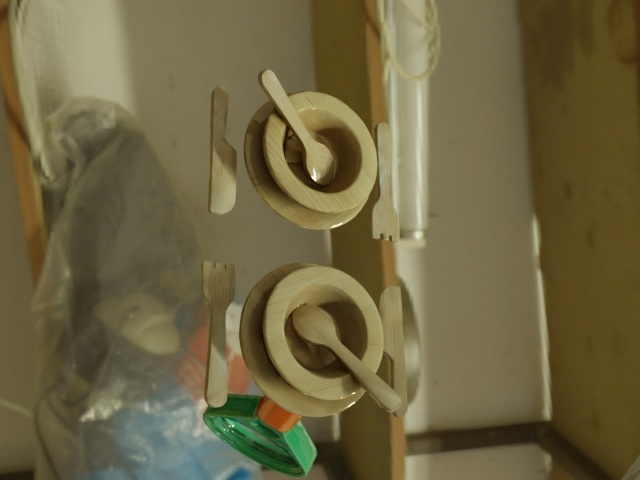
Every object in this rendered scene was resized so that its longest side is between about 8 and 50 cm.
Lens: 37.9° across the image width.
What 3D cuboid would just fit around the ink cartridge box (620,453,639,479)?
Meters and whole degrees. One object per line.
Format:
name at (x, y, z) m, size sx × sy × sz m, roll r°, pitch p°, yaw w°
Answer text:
ink cartridge box at (0.272, 0.222, 0.548) m, size 0.232 × 0.189 × 0.066 m, roll 46°, pitch -59°, yaw 17°

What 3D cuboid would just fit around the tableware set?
tableware set at (0.000, 0.000, 0.526) m, size 0.039 × 0.128 × 0.194 m, roll -29°, pitch -123°, yaw 56°

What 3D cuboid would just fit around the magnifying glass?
magnifying glass at (-0.034, 0.125, 0.653) m, size 0.026 × 0.092 × 0.231 m, roll -59°, pitch 179°, yaw -23°
